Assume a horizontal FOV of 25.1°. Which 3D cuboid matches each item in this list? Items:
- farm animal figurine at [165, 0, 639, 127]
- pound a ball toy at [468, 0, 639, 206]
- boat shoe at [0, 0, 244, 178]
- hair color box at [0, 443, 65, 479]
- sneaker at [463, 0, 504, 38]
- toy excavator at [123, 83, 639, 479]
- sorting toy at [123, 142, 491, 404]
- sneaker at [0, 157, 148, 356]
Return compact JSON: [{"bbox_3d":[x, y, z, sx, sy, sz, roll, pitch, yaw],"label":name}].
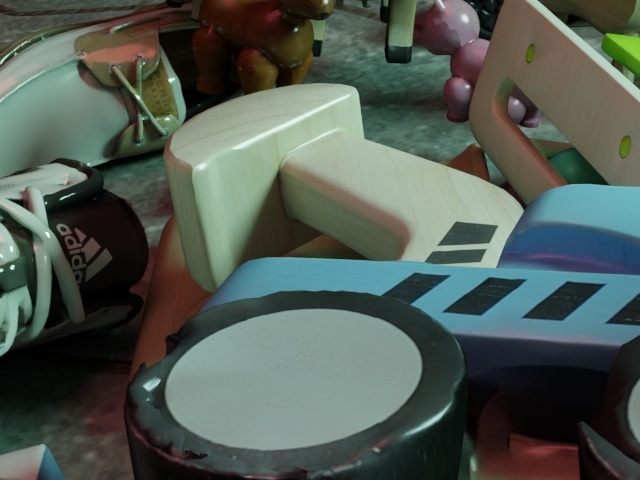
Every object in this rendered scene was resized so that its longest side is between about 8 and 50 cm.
[{"bbox_3d":[0.060,-0.210,1.029,0.330,0.172,0.327,-3,28,-18],"label":"farm animal figurine"},{"bbox_3d":[0.226,-0.017,0.792,0.208,0.136,0.319,7,25,-17],"label":"pound a ball toy"},{"bbox_3d":[-0.149,-0.121,1.114,0.103,0.113,0.302,10,35,45],"label":"boat shoe"},{"bbox_3d":[-0.261,0.205,0.556,0.347,0.105,0.174,-15,26,7],"label":"hair color box"},{"bbox_3d":[0.214,-0.235,1.193,0.234,0.084,0.097,-10,28,5],"label":"sneaker"},{"bbox_3d":[0.065,0.059,0.617,0.433,0.222,0.445,3,27,24],"label":"toy excavator"},{"bbox_3d":[0.000,0.000,0.921,0.229,0.041,0.307,-14,28,9],"label":"sorting toy"},{"bbox_3d":[-0.210,0.007,0.761,0.257,0.169,0.447,-19,6,-18],"label":"sneaker"}]
